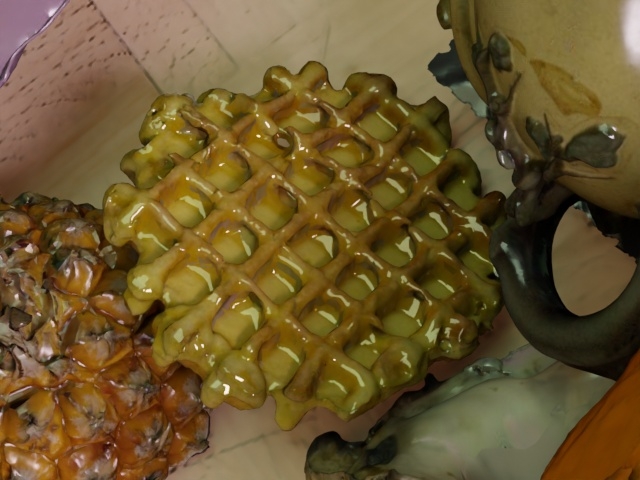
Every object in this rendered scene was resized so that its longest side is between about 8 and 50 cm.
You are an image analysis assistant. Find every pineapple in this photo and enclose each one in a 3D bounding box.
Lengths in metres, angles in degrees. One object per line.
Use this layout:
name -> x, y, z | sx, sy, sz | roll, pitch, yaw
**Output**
pineapple -> -0.139, 0.039, 0.851 | 0.176, 0.137, 0.161 | 8, 71, 21

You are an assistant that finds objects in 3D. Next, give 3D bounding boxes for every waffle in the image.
waffle -> -0.004, -0.003, 0.837 | 0.191, 0.038, 0.191 | 8, 55, -12

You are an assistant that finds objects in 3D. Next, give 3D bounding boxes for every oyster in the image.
oyster -> 0.080, 0.096, 0.802 | 0.191, 0.081, 0.163 | 11, 47, 38

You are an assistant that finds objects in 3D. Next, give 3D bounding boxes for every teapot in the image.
teapot -> 0.117, -0.083, 0.771 | 0.182, 0.173, 0.269 | 12, 89, 53

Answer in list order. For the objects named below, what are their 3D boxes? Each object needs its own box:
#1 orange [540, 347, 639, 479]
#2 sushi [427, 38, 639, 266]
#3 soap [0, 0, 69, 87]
orange -> 0.216, 0.158, 0.600 | 0.340, 0.293, 0.340 | -1, 58, 2
sushi -> 0.204, -0.079, 0.842 | 0.231, 0.047, 0.219 | -45, 67, 1
soap -> -0.251, -0.130, 0.934 | 0.296, 0.107, 0.285 | -51, 42, -5
